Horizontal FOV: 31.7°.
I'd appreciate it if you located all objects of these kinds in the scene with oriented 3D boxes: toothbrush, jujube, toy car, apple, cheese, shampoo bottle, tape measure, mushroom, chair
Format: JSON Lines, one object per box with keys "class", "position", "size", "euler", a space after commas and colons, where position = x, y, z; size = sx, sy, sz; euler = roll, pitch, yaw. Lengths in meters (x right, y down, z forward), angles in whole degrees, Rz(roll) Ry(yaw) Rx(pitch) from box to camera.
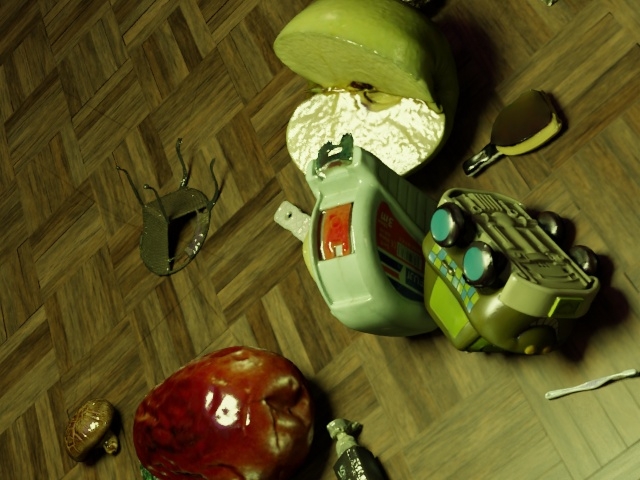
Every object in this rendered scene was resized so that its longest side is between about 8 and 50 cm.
{"class": "toothbrush", "position": [0.342, 0.182, 1.431], "size": [0.131, 0.013, 0.011], "euler": [-22, 45, 35]}
{"class": "jujube", "position": [-0.150, 0.278, 1.708], "size": [0.318, 0.223, 0.223], "euler": [-19, 56, 44]}
{"class": "toy car", "position": [0.232, 0.065, 1.498], "size": [0.248, 0.204, 0.198], "euler": [54, 131, 46]}
{"class": "apple", "position": [0.080, -0.238, 1.723], "size": [0.257, 0.295, 0.233], "euler": [4, 33, 26]}
{"class": "cheese", "position": [0.274, -0.148, 1.651], "size": [0.162, 0.036, 0.086], "euler": [-37, 51, 23]}
{"class": "shampoo bottle", "position": [0.062, 0.337, 1.576], "size": [0.057, 0.063, 0.208], "euler": [-49, 45, 26]}
{"class": "tape measure", "position": [0.078, 0.011, 1.596], "size": [0.125, 0.243, 0.246], "euler": [-13, 60, 39]}
{"class": "cheese", "position": [0.000, 0.000, 1.817], "size": [0.255, 0.050, 0.127], "euler": [33, 94, 48]}
{"class": "mushroom", "position": [-0.406, 0.334, 1.987], "size": [0.126, 0.085, 0.109], "euler": [-53, 45, 24]}
{"class": "chair", "position": [-0.277, -0.054, 2.077], "size": [0.174, 0.149, 0.213], "euler": [31, 133, 44]}

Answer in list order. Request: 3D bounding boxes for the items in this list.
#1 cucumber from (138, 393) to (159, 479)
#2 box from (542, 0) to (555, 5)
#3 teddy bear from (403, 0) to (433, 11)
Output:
{"class": "cucumber", "position": [-0.264, 0.377, 1.852], "size": [0.067, 0.067, 0.294], "euler": [-40, 46, 20]}
{"class": "box", "position": [0.344, -0.412, 1.719], "size": [0.062, 0.045, 0.098], "euler": [-40, 48, 22]}
{"class": "teddy bear", "position": [0.079, -0.377, 1.884], "size": [0.251, 0.129, 0.182], "euler": [-32, 52, 27]}
